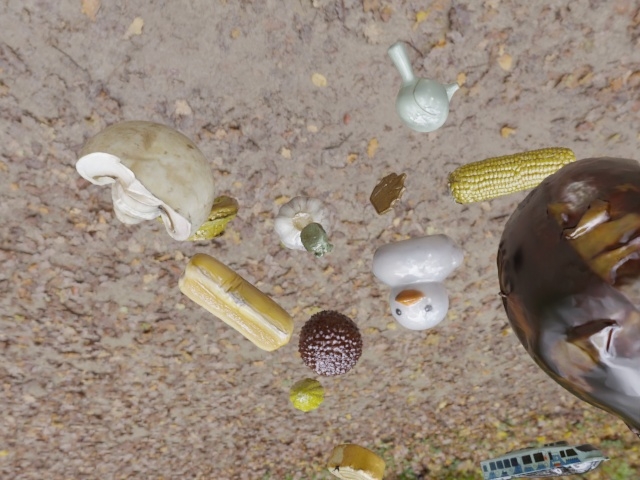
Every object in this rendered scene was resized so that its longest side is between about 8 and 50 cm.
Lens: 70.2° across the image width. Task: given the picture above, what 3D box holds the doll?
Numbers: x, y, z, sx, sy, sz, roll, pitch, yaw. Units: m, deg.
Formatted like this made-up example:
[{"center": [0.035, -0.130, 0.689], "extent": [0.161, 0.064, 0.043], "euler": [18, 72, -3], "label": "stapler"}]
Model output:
[{"center": [0.228, 0.094, 1.046], "extent": [0.221, 0.221, 0.251], "euler": [-37, 170, 24], "label": "doll"}]

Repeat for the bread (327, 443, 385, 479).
[{"center": [0.090, 0.566, 1.134], "extent": [0.122, 0.073, 0.149], "euler": [36, 143, -11], "label": "bread"}]

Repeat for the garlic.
[{"center": [-0.079, -0.076, 1.985], "extent": [0.245, 0.253, 0.245], "euler": [0, 91, -4], "label": "garlic"}]

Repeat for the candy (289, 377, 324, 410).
[{"center": [-0.045, 0.454, 1.340], "extent": [0.106, 0.094, 0.199], "euler": [-15, 162, -1], "label": "candy"}]

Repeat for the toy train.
[{"center": [0.335, 0.338, 0.695], "extent": [0.043, 0.047, 0.207], "euler": [10, 145, -26], "label": "toy train"}]

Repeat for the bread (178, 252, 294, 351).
[{"center": [-0.200, 0.147, 1.104], "extent": [0.305, 0.091, 0.142], "euler": [37, 139, -5], "label": "bread"}]

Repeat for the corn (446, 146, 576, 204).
[{"center": [0.477, -0.169, 1.159], "extent": [0.305, 0.106, 0.106], "euler": [-12, 138, 23], "label": "corn"}]

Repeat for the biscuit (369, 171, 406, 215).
[{"center": [0.314, -0.229, 2.090], "extent": [0.034, 0.182, 0.215], "euler": [23, 119, -35], "label": "biscuit"}]

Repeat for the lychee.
[{"center": [0.040, 0.406, 1.800], "extent": [0.264, 0.264, 0.300], "euler": [-37, 160, 24], "label": "lychee"}]

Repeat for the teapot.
[{"center": [0.341, -0.541, 1.659], "extent": [0.318, 0.220, 0.149], "euler": [28, 160, -13], "label": "teapot"}]

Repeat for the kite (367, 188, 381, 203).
[{"center": [0.195, -0.161, 1.605], "extent": [0.078, 0.002, 0.044], "euler": [-47, 176, -7], "label": "kite"}]

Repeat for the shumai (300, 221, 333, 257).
[{"center": [0.000, 0.000, 1.130], "extent": [0.083, 0.082, 0.080], "euler": [-11, 163, 42], "label": "shumai"}]

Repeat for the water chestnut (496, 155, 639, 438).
[{"center": [0.329, 0.034, 0.416], "extent": [0.300, 0.300, 0.300], "euler": [-6, 136, -6], "label": "water chestnut"}]

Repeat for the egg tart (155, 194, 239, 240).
[{"center": [-0.398, -0.069, 1.497], "extent": [0.294, 0.294, 0.123], "euler": [-8, 103, -4], "label": "egg tart"}]

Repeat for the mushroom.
[{"center": [-0.325, -0.127, 0.906], "extent": [0.253, 0.189, 0.195], "euler": [41, 144, -14], "label": "mushroom"}]
